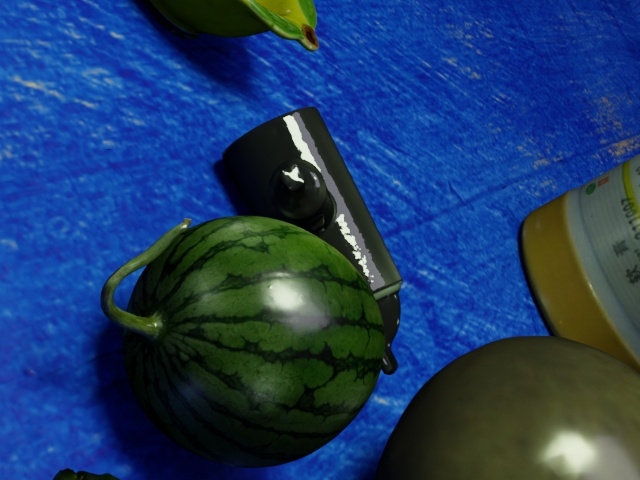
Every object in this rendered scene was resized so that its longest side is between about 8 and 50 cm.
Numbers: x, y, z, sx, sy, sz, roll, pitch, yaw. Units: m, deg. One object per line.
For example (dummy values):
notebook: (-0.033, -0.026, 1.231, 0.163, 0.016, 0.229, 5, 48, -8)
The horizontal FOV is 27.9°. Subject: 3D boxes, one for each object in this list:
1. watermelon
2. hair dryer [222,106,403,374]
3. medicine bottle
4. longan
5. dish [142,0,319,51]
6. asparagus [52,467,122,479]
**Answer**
watermelon: (-0.052, 0.051, 0.709, 0.187, 0.140, 0.141, 16, 48, -42)
hair dryer: (0.000, 0.000, 0.833, 0.196, 0.078, 0.248, 62, 2, 7)
medicine bottle: (0.366, 0.023, 1.345, 0.238, 0.232, 0.238, 40, 33, -32)
longan: (0.140, 0.179, 0.831, 0.246, 0.215, 0.246, 12, 63, -25)
dish: (-0.090, -0.210, 0.973, 0.208, 0.080, 0.149, 55, 27, -5)
asparagus: (-0.074, 0.251, 0.485, 0.382, 0.128, 0.108, -90, 177, -48)
